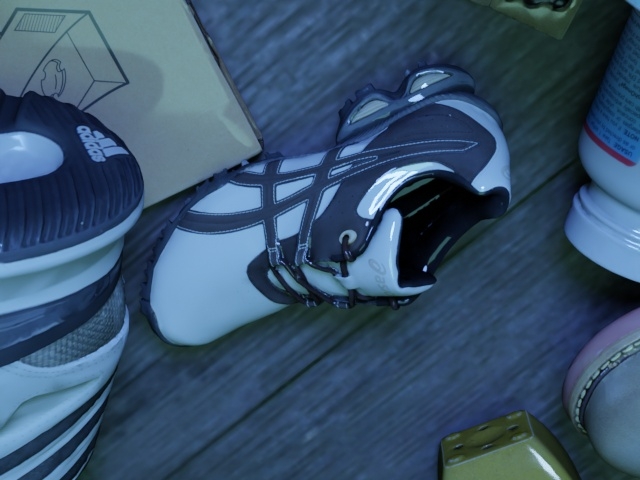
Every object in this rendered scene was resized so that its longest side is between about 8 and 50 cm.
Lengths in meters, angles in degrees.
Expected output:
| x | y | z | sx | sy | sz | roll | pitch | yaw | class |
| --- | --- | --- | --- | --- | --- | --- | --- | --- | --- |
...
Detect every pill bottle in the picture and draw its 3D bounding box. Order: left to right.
| x | y | z | sx | sy | sz | roll | pitch | yaw | class |
| --- | --- | --- | --- | --- | --- | --- | --- | --- | --- |
| 0.171 | -0.063 | 0.699 | 0.087 | 0.087 | 0.160 | 17 | 115 | -8 | pill bottle |

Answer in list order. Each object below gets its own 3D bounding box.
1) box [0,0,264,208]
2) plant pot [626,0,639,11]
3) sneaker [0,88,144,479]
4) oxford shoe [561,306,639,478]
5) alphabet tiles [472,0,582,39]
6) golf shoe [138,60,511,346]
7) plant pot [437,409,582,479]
| x | y | z | sx | sy | sz | roll | pitch | yaw | class |
| --- | --- | --- | --- | --- | --- | --- | --- | --- | --- |
| -0.150 | -0.070 | 0.723 | 0.201 | 0.021 | 0.164 | -25 | 111 | 7 | box |
| 0.180 | -0.223 | 0.566 | 0.293 | 0.196 | 0.293 | -2 | 111 | -6 | plant pot |
| -0.295 | 0.092 | 0.649 | 0.447 | 0.169 | 0.258 | -7 | 127 | -19 | sneaker |
| 0.316 | 0.100 | 0.724 | 0.396 | 0.147 | 0.140 | 1 | 137 | -1 | oxford shoe |
| 0.110 | -0.217 | 0.680 | 0.198 | 0.009 | 0.237 | 23 | 110 | -11 | alphabet tiles |
| 0.000 | 0.000 | 0.711 | 0.198 | 0.094 | 0.077 | -36 | 131 | 14 | golf shoe |
| 0.098 | 0.136 | 0.787 | 0.081 | 0.081 | 0.083 | -20 | 99 | 6 | plant pot |
